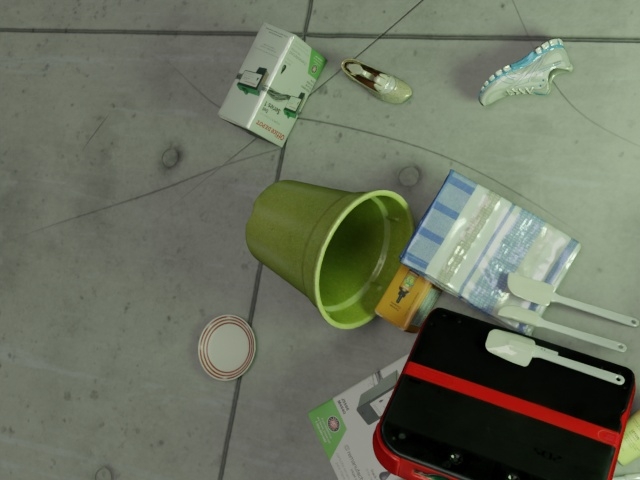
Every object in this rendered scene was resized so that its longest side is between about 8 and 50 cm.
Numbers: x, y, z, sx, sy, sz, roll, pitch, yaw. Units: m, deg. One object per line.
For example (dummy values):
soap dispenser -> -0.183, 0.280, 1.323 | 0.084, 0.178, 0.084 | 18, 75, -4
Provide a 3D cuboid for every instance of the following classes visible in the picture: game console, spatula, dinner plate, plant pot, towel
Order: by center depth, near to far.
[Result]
game console -> 0.312, 0.296, 1.580 | 0.387, 0.060, 0.342 | 18, 48, 16
spatula -> 0.426, 0.162, 1.641 | 0.242, 0.019, 0.168 | 19, 59, 11
towel -> 0.312, 0.025, 1.723 | 0.285, 0.034, 0.209 | 31, 94, 5
plant pot -> 0.000, 0.000, 1.828 | 0.254, 0.276, 0.276 | 23, 91, 40
dinner plate -> -0.198, 0.229, 1.994 | 0.141, 0.017, 0.141 | -5, 79, 25

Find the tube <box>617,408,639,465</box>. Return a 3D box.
tube -> 0.592, 0.290, 1.578 | 0.240, 0.062, 0.070 | -36, 107, 10

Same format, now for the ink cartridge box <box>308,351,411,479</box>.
ink cartridge box -> 0.145, 0.346, 1.749 | 0.273, 0.115, 0.198 | -34, 67, 16

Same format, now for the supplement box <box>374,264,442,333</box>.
supplement box -> 0.202, 0.061, 1.800 | 0.078, 0.080, 0.233 | 33, 93, 28

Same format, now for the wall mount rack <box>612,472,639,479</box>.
wall mount rack -> 0.406, 0.499, 1.527 | 0.130, 0.350, 0.304 | 42, 105, -10

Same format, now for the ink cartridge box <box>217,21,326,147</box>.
ink cartridge box -> -0.101, -0.324, 1.975 | 0.093, 0.160, 0.219 | 28, 94, 28

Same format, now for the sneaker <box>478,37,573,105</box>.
sneaker -> 0.394, -0.304, 1.784 | 0.191, 0.071, 0.083 | -32, 74, 17

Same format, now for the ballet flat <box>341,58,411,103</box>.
ballet flat -> 0.110, -0.331, 1.934 | 0.168, 0.052, 0.057 | 28, 93, 27
